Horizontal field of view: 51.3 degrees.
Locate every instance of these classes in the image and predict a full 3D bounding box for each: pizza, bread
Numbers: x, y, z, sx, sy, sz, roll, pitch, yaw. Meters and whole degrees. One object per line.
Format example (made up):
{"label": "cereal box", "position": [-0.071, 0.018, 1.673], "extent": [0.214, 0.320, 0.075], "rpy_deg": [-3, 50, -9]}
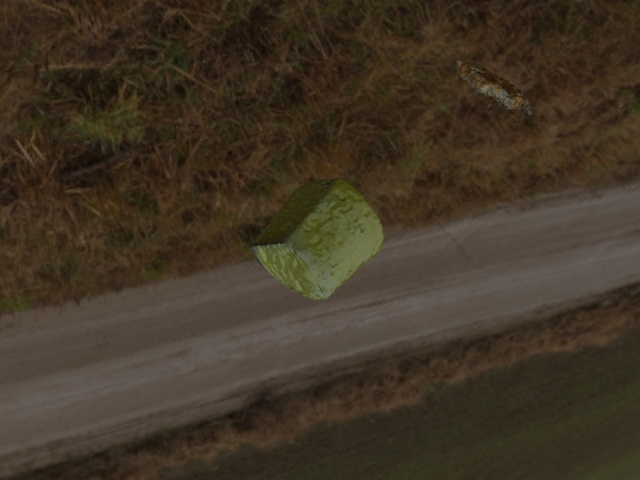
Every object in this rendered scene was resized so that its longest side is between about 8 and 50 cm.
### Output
{"label": "pizza", "position": [0.148, -0.130, 0.565], "extent": [0.083, 0.037, 0.016], "rpy_deg": [27, 128, -15]}
{"label": "bread", "position": [0.000, 0.000, 0.744], "extent": [0.114, 0.111, 0.129], "rpy_deg": [-44, -166, -26]}
